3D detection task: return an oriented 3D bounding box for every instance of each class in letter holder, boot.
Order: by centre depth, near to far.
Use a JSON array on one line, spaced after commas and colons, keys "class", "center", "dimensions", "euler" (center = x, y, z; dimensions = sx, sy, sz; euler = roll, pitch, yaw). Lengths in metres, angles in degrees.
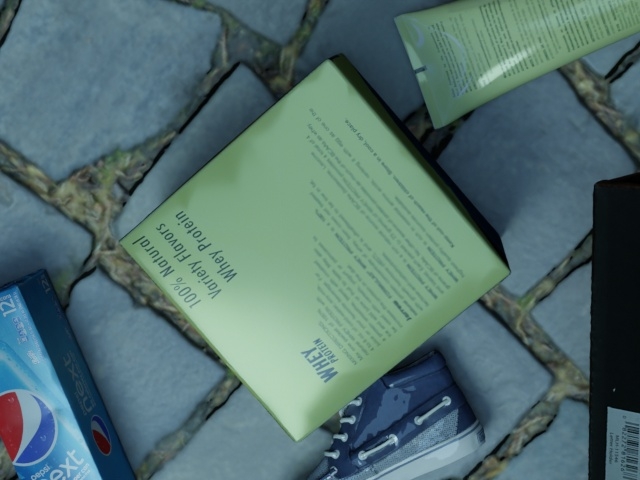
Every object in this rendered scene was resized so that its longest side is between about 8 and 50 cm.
[{"class": "letter holder", "center": [0.315, 0.098, 0.915], "dimensions": [0.152, 0.214, 0.302], "euler": [7, 103, 37]}, {"class": "boot", "center": [0.031, 0.162, 0.990], "dimensions": [0.190, 0.069, 0.086], "euler": [-26, 89, 2]}]

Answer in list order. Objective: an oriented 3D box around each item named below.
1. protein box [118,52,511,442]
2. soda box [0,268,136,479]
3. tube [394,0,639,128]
[{"class": "protein box", "center": [0.000, 0.000, 0.923], "dimensions": [0.201, 0.136, 0.200], "euler": [-40, 94, 10]}, {"class": "soda box", "center": [-0.224, 0.135, 1.003], "dimensions": [0.067, 0.071, 0.210], "euler": [-21, 97, 9]}, {"class": "tube", "center": [0.181, -0.170, 0.919], "dimensions": [0.240, 0.062, 0.070], "euler": [-21, 53, 14]}]
